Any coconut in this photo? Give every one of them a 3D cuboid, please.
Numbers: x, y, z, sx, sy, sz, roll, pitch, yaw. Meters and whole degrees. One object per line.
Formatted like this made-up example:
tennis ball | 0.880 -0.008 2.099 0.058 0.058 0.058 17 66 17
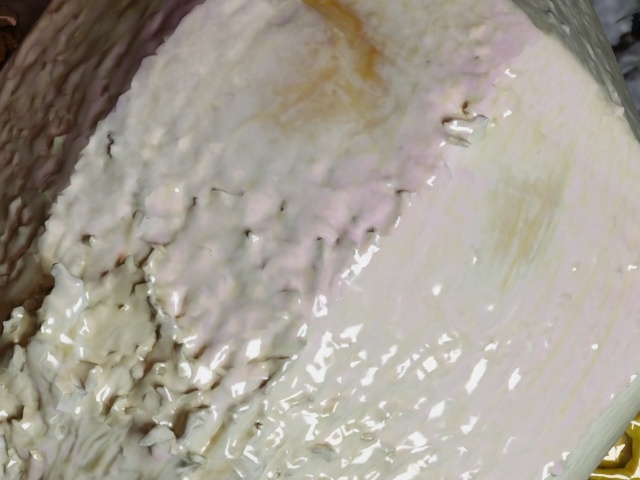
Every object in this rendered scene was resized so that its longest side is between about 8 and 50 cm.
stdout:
coconut | 0.000 0.000 0.690 0.297 0.297 0.309 35 82 2

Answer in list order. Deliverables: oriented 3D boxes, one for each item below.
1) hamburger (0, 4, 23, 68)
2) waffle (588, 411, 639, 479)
hamburger | -0.285 -0.092 0.756 0.286 0.146 0.243 -13 76 1
waffle | 0.184 0.137 0.789 0.197 0.070 0.193 43 81 1
